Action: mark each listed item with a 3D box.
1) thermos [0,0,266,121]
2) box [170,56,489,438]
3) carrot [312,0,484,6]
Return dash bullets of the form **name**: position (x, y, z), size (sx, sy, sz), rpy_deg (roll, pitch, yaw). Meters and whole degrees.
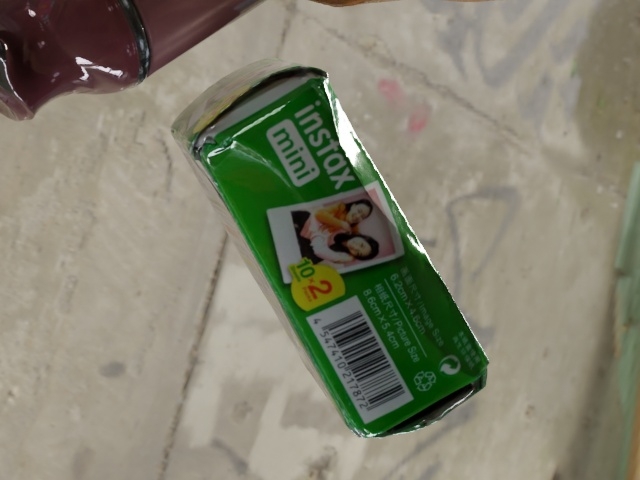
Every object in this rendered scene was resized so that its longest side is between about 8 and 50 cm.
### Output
- **thermos**: position (-0.104, -0.183, 0.765), size (0.330, 0.136, 0.110), rpy_deg (-38, 130, -27)
- **box**: position (0.000, 0.000, 0.796), size (0.103, 0.180, 0.250), rpy_deg (-30, 106, -6)
- **carrot**: position (0.101, -0.196, 0.614), size (0.225, 0.159, 0.159), rpy_deg (-5, 107, -35)
